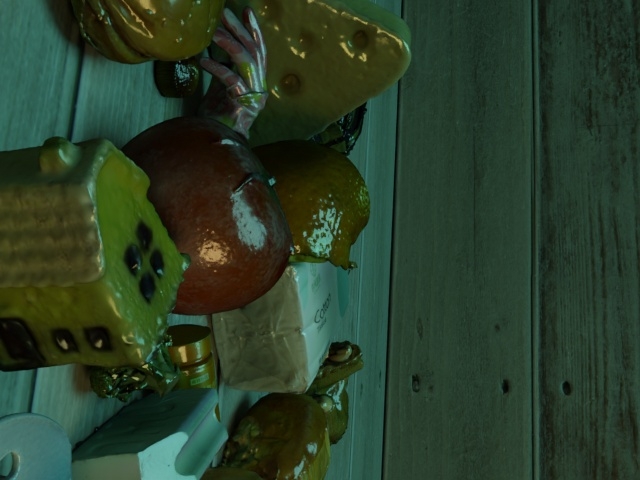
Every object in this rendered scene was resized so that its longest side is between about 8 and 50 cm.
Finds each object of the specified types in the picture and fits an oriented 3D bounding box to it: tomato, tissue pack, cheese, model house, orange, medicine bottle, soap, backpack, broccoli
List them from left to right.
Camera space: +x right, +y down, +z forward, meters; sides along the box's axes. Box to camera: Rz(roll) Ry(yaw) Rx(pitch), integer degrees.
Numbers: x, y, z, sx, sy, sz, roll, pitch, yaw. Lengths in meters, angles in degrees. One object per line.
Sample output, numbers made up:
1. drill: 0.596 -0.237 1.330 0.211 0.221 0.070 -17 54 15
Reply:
1. model house: -0.263 -0.004 0.824 0.175 0.193 0.234 -71 154 -50
2. broccoli: -0.238 0.152 1.055 0.131 0.120 0.130 -50 169 -16
3. soap: -0.225 0.277 1.070 0.230 0.145 0.091 -46 125 -76
4. medicine bottle: -0.202 0.230 1.232 0.096 0.096 0.192 -46 134 -70
5. tomato: -0.169 -0.025 1.072 0.265 0.264 0.265 0 90 -75
6. cheese: -0.071 -0.355 1.465 0.104 0.383 0.384 -80 163 -52
7. orange: -0.061 -0.065 1.397 0.334 0.262 0.196 -50 133 -51
8. tissue pack: -0.064 0.089 1.569 0.356 0.193 0.266 -59 147 -62
9. backpack: 0.039 -0.331 2.073 0.207 0.140 0.253 58 31 -60

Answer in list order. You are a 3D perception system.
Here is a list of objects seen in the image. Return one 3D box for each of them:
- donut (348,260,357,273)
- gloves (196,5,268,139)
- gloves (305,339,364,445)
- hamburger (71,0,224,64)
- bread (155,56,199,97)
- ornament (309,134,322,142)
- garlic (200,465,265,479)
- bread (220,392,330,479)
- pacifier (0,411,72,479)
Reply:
1. donut: 0.000 0.000 1.838 0.253 0.118 0.254 172 -90 -80
2. gloves: -0.139 -0.260 1.353 0.241 0.126 0.145 -65 176 10
3. gloves: 0.003 0.348 1.900 0.356 0.155 0.203 97 12 -48
4. hamburger: -0.222 -0.373 1.049 0.318 0.158 0.319 0 90 -73
5. bread: -0.217 -0.261 1.264 0.085 0.053 0.085 0 90 -75
6. ornament: -0.082 -0.310 1.726 0.251 0.106 0.260 -51 130 -78
7. garlic: -0.180 0.449 1.142 0.151 0.196 0.338 68 24 -17
8. bread: -0.080 0.398 1.544 0.250 0.179 0.133 -55 152 -51
9. pacifier: -0.254 0.317 0.765 0.244 0.233 0.299 -61 147 -56
